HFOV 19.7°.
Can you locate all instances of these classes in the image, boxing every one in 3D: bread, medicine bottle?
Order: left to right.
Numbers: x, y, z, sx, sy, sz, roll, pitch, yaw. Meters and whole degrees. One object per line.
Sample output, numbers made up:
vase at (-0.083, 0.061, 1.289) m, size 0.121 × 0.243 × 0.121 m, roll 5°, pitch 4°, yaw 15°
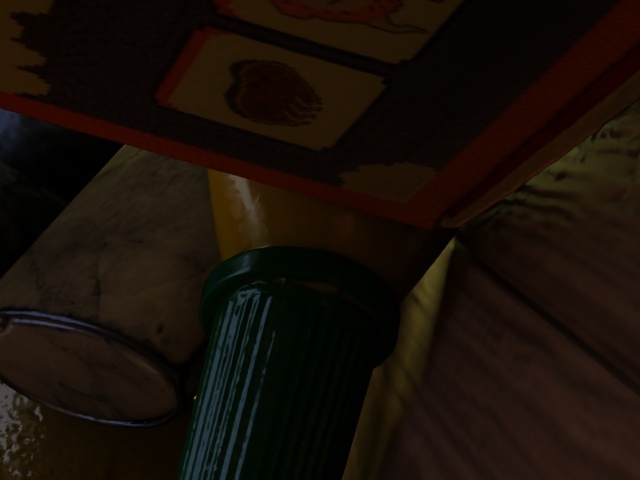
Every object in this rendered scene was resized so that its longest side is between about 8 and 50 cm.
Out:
bread at (-0.088, 0.109, 0.825) m, size 0.156 × 0.125 × 0.086 m, roll 59°, pitch -139°, yaw -55°
medicine bottle at (0.000, 0.000, 0.689) m, size 0.076 × 0.111 × 0.309 m, roll -39°, pitch 33°, yaw 61°

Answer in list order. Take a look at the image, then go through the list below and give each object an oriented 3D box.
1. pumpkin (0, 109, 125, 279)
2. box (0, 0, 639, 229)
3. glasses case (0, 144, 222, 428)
pumpkin at (-0.140, -0.039, 1.285) m, size 0.323 × 0.241 × 0.323 m, roll -55°, pitch -8°, yaw -12°
box at (0.014, -0.232, 0.558) m, size 0.318 × 0.257 × 0.349 m, roll 131°, pitch 151°, yaw -64°
glasses case at (-0.020, -0.044, 0.804) m, size 0.114 × 0.060 × 0.299 m, roll 6°, pitch 44°, yaw 36°
